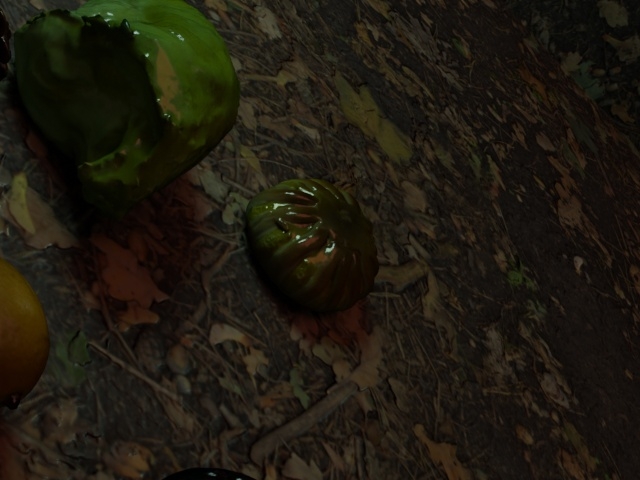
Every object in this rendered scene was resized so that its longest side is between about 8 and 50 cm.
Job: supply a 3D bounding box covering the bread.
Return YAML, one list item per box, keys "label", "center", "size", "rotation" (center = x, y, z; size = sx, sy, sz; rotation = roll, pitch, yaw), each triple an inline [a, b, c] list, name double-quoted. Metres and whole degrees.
- label: "bread"
  center: [0.000, 0.000, 1.349]
  size: [0.213, 0.105, 0.213]
  rotation: [36, 35, -31]

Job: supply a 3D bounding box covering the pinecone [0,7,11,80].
- label: "pinecone"
  center: [-0.387, -0.202, 0.988]
  size: [0.173, 0.173, 0.173]
  rotation: [34, 35, -28]

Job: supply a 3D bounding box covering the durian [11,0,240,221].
- label: "durian"
  center: [-0.208, -0.188, 1.165]
  size: [0.256, 0.204, 0.340]
  rotation: [40, 33, 3]

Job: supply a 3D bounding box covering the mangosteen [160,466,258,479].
- label: "mangosteen"
  center: [-0.101, 0.277, 0.898]
  size: [0.152, 0.152, 0.152]
  rotation: [34, 35, -28]

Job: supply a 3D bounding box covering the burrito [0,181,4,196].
- label: "burrito"
  center: [-0.383, -0.065, 0.936]
  size: [0.203, 0.064, 0.064]
  rotation: [30, 37, -35]

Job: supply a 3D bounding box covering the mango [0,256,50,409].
- label: "mango"
  center: [-0.329, 0.051, 0.842]
  size: [0.227, 0.109, 0.147]
  rotation: [36, 35, -8]
